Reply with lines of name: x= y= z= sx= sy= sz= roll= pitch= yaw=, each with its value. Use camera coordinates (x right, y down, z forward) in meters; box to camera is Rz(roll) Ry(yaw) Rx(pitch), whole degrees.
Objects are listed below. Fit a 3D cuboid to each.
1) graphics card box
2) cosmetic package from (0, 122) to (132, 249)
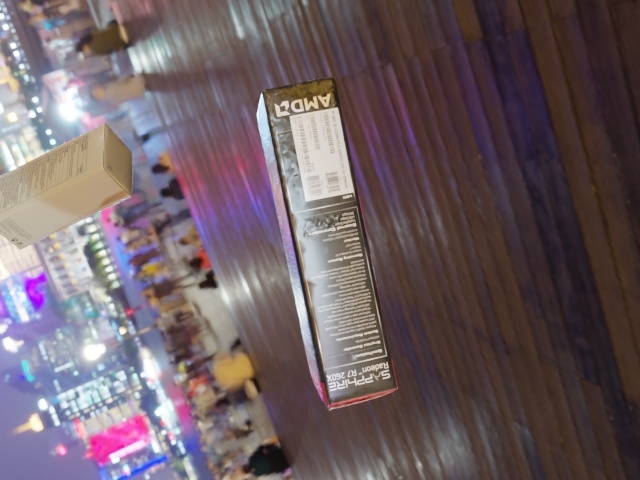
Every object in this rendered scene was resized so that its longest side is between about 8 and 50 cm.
graphics card box: x=0.000 y=0.000 z=0.992 sx=0.233 sy=0.094 sz=0.370 roll=-170 pitch=67 yaw=-85
cosmetic package: x=-0.216 y=-0.045 z=0.664 sx=0.041 sy=0.115 sz=0.060 roll=53 pitch=-160 yaw=-45
